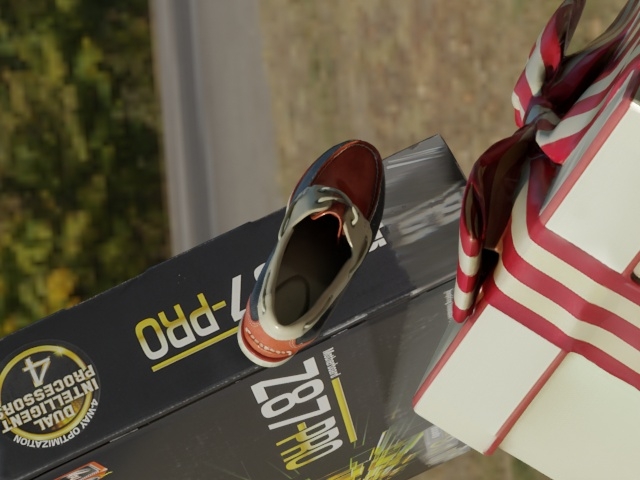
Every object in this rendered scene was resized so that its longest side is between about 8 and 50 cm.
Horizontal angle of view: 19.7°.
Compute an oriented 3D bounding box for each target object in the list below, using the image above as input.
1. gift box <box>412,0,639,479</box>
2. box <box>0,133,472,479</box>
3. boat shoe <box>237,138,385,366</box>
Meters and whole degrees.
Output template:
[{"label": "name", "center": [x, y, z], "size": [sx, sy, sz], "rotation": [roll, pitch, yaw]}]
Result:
[{"label": "gift box", "center": [0.212, -0.021, 0.903], "size": [0.276, 0.258, 0.255], "rotation": [-61, -1, 37]}, {"label": "box", "center": [-0.037, 0.106, 1.210], "size": [0.097, 0.318, 0.395], "rotation": [62, 174, 21]}, {"label": "boat shoe", "center": [0.000, 0.000, 0.914], "size": [0.137, 0.049, 0.043], "rotation": [-62, 1, -31]}]
